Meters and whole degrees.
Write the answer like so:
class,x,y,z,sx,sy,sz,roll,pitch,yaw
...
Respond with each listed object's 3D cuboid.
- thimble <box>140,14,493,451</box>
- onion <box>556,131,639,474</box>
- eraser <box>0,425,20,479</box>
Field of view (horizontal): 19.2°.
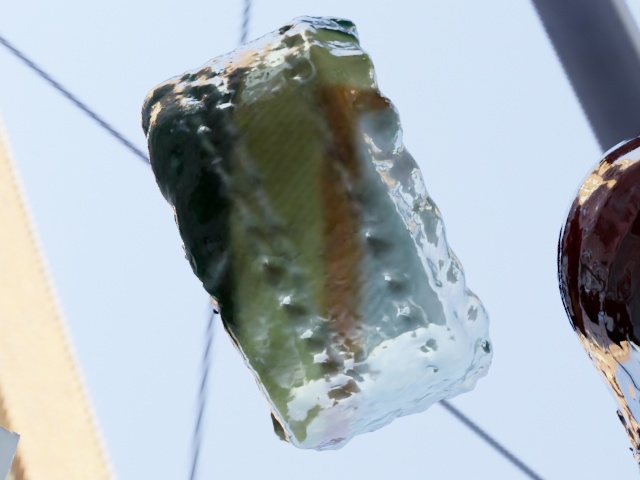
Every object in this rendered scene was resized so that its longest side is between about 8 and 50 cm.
class,x,y,z,sx,sy,sz,roll,pitch,yaw
thimble,0.000,0.000,1.284,0.167,0.254,0.288,-23,-78,2
onion,0.256,0.028,0.915,0.285,0.273,0.273,-46,-118,6
eraser,-0.319,0.219,1.348,0.038,0.157,0.230,-1,-114,50
